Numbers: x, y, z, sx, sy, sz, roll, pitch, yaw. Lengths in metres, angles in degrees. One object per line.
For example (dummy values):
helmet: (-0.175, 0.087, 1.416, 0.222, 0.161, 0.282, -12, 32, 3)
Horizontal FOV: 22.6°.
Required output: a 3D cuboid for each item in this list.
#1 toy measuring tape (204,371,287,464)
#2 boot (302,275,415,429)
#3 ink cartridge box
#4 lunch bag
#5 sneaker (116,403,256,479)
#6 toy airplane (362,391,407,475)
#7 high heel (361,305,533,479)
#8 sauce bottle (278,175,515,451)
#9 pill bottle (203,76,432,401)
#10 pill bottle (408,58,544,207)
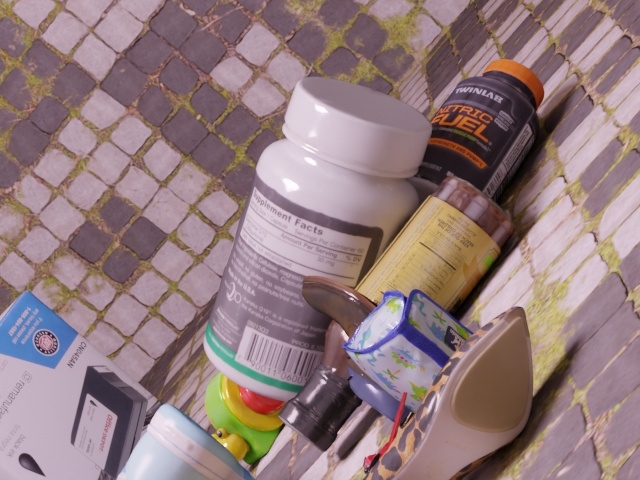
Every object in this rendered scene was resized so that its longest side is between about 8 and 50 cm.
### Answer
toy measuring tape: (-0.077, 0.181, 2.240, 0.121, 0.121, 0.330, -42, 12, 44)
boot: (0.043, 0.117, 1.731, 0.219, 0.082, 0.106, 26, 82, 37)
ink cartridge box: (-0.325, 0.302, 2.071, 0.166, 0.395, 0.285, -42, 12, 32)
lunch bag: (0.105, 0.116, 1.556, 0.096, 0.129, 0.151, -52, 8, -5)
sneaker: (-0.180, 0.320, 1.846, 0.208, 0.127, 0.319, -51, -24, -11)
toy airplane: (0.064, 0.209, 1.555, 0.151, 0.028, 0.151, 15, -90, -75)
high heel: (0.093, 0.178, 1.452, 0.186, 0.093, 0.261, -21, 39, 60)
sauce bottle: (0.082, 0.088, 1.842, 0.344, 0.111, 0.111, -51, 9, -5)
pill bottle: (0.000, 0.000, 1.943, 0.204, 0.204, 0.361, -78, 7, -72)
pill bottle: (0.197, -0.122, 2.063, 0.246, 0.130, 0.130, -55, 10, -28)
